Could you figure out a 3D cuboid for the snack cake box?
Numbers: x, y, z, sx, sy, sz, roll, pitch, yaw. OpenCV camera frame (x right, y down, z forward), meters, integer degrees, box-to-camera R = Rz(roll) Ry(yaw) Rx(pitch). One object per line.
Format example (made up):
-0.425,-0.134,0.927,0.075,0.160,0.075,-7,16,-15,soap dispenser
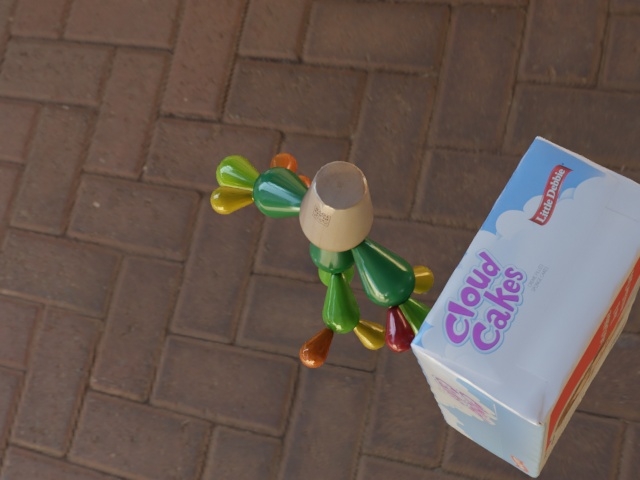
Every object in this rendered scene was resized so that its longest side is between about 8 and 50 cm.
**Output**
0.150,0.064,0.606,0.089,0.264,0.152,30,78,22,snack cake box

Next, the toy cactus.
0.000,0.000,0.621,0.112,0.180,0.219,-37,75,-14,toy cactus
